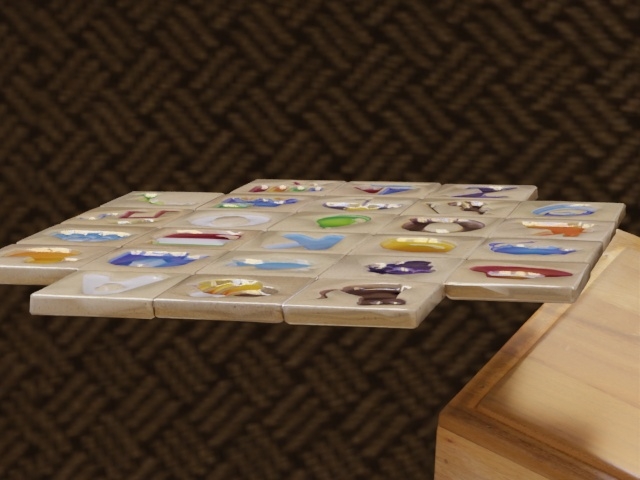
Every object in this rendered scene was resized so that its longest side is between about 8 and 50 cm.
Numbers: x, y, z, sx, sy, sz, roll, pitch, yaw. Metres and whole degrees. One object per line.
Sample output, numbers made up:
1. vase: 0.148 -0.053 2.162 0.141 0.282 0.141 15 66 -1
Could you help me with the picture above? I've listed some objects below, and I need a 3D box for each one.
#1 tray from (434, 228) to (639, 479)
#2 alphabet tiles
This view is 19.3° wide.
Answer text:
1. tray: 0.288 0.141 1.011 0.411 0.203 0.076 23 134 28
2. alphabet tiles: 0.000 0.000 0.944 0.285 0.342 0.011 2 101 15
